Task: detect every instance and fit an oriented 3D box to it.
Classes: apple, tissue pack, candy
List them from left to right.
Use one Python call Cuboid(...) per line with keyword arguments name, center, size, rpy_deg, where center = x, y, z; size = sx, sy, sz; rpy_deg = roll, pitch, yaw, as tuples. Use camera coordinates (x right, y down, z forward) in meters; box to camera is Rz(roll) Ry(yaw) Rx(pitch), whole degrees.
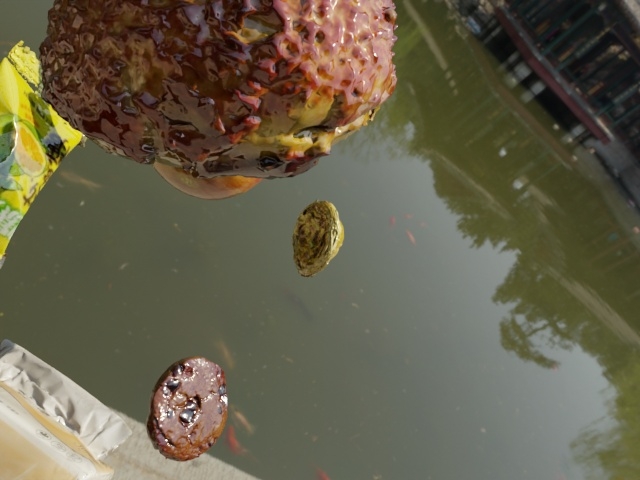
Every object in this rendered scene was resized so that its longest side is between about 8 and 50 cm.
Cuboid(name="candy", center=(-0.448, -0.115, 0.775), size=(0.187, 0.081, 0.297), rpy_deg=(67, 34, -54))
Cuboid(name="tissue pack", center=(-0.499, 0.324, 0.906), size=(0.306, 0.238, 0.238), rpy_deg=(33, 29, 8))
Cuboid(name="apple", center=(-0.205, -0.201, 1.014), size=(0.246, 0.246, 0.226), rpy_deg=(64, 9, 24))

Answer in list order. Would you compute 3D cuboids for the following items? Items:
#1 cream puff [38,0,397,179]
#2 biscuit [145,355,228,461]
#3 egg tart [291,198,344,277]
Cuboid(name="cream puff", center=(-0.080, -0.199, 0.502), size=(0.351, 0.228, 0.350), rpy_deg=(2, 35, -1))
Cuboid(name="biscuit", center=(-0.241, 0.314, 1.014), size=(0.192, 0.049, 0.192), rpy_deg=(-7, 99, -53))
Cuboid(name="egg tart", center=(0.000, 0.000, 0.850), size=(0.049, 0.129, 0.128), rpy_deg=(14, 44, -30))
